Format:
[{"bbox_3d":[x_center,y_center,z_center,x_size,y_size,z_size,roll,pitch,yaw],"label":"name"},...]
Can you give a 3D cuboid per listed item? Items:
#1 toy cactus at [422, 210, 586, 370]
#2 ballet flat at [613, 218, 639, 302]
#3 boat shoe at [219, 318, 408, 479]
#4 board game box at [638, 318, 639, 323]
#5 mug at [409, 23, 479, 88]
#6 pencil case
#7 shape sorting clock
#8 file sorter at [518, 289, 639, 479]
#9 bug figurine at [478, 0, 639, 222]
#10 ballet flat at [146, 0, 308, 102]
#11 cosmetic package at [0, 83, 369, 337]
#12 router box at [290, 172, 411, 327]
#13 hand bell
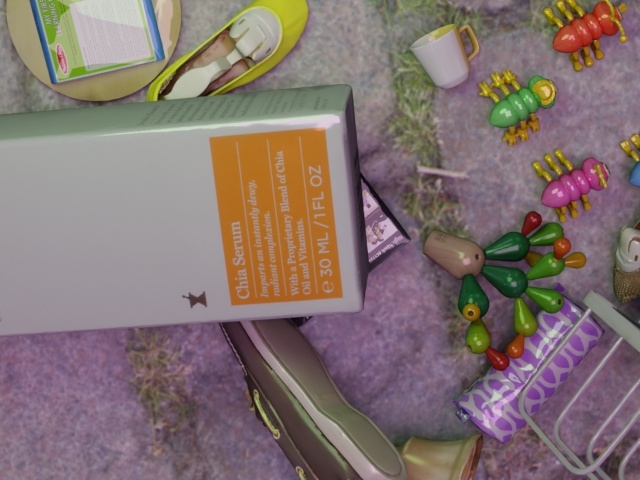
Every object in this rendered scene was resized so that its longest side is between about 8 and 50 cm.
[{"bbox_3d":[0.207,0.039,1.497,0.180,0.112,0.219,27,68,18],"label":"toy cactus"},{"bbox_3d":[0.402,-0.017,1.511,0.067,0.073,0.206,20,110,-31],"label":"ballet flat"},{"bbox_3d":[-0.032,0.189,1.459,0.097,0.116,0.324,-51,62,18],"label":"boat shoe"},{"bbox_3d":[0.559,0.101,1.463,0.316,0.064,0.242,37,56,4],"label":"board game box"},{"bbox_3d":[0.155,-0.221,1.497,0.078,0.062,0.064,-27,106,7],"label":"mug"},{"bbox_3d":[0.256,0.156,1.539,0.206,0.088,0.086,-47,134,3],"label":"pencil case"},{"bbox_3d":[-0.267,-0.268,1.474,0.206,0.040,0.206,-1,101,-4],"label":"shape sorting clock"},{"bbox_3d":[0.397,0.226,1.459,0.277,0.193,0.173,34,98,-27],"label":"file sorter"},{"bbox_3d":[0.327,-0.147,1.508,0.216,0.072,0.279,-32,98,1],"label":"bug figurine"},{"bbox_3d":[-0.108,-0.215,1.472,0.231,0.077,0.077,-36,96,1],"label":"ballet flat"},{"bbox_3d":[-0.181,-0.033,1.400,0.453,0.161,0.230,-5,107,7],"label":"cosmetic package"},{"bbox_3d":[0.000,0.000,1.520,0.179,0.046,0.133,-38,98,2],"label":"router box"},{"bbox_3d":[0.063,0.257,1.523,0.242,0.126,0.126,17,96,16],"label":"hand bell"}]
